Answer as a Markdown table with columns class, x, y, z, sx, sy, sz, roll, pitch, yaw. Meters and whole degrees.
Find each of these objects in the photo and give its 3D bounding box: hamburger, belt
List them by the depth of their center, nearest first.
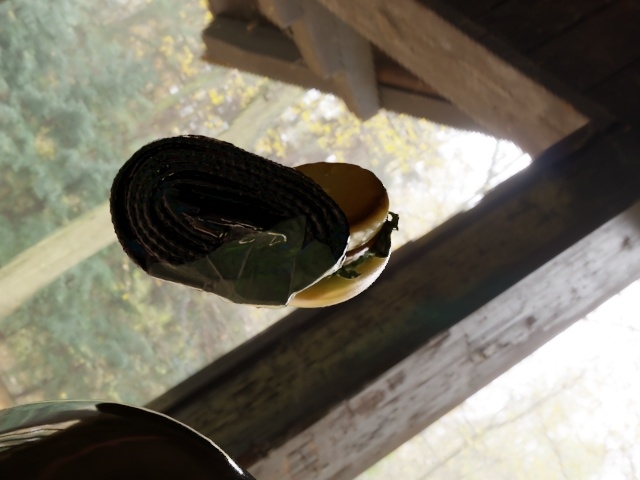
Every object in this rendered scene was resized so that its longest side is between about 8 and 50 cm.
| class | x | y | z | sx | sy | sz | roll | pitch | yaw |
| --- | --- | --- | --- | --- | --- | --- | --- | --- | --- |
| belt | -0.108 | -0.022 | 1.243 | 0.289 | 0.184 | 0.164 | 17 | 2 | -5 |
| hamburger | -0.001 | 0.001 | 1.517 | 0.246 | 0.246 | 0.170 | 39 | -36 | 51 |

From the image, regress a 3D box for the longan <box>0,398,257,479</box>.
| class | x | y | z | sx | sy | sz | roll | pitch | yaw |
| --- | --- | --- | --- | --- | --- | --- | --- | --- | --- |
| longan | -0.171 | 0.244 | 0.561 | 0.361 | 0.361 | 0.361 | 52 | -16 | 22 |
